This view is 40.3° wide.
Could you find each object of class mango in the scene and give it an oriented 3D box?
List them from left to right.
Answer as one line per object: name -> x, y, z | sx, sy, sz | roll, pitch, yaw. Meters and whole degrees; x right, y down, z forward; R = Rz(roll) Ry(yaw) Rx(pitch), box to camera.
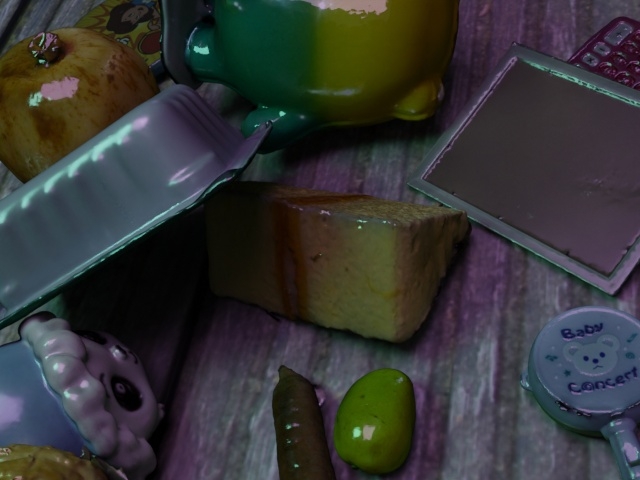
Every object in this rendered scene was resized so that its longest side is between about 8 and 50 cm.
mango -> 0.052, 0.161, 0.792 | 0.073, 0.056, 0.108 | 12, 46, 21

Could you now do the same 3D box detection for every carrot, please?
carrot -> -0.003, 0.243, 0.739 | 0.070, 0.070, 0.342 | -16, 48, 6

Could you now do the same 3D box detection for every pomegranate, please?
pomegranate -> -0.300, -0.154, 1.054 | 0.215, 0.215, 0.215 | -9, 51, 12

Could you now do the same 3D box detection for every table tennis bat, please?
table tennis bat -> -0.294, -0.265, 1.253 | 0.215, 0.044, 0.329 | 14, 57, 26

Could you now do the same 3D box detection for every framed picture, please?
framed picture -> 0.251, -0.085, 0.916 | 0.274, 0.017, 0.217 | 35, 82, 36

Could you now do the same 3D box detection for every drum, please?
drum -> 0.233, 0.168, 0.727 | 0.130, 0.049, 0.253 | -3, 52, 16

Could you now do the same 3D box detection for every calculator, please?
calculator -> 0.314, -0.163, 0.966 | 0.190, 0.034, 0.126 | -41, 51, -5

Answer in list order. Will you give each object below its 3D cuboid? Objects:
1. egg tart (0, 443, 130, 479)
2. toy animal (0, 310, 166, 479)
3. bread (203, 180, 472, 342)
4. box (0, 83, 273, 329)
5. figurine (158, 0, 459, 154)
egg tart -> -0.245, 0.287, 0.696 | 0.232, 0.098, 0.252 | 29, 76, -8
toy animal -> -0.268, 0.164, 0.831 | 0.204, 0.156, 0.208 | -37, 55, -7
bread -> 0.000, 0.000, 0.903 | 0.266, 0.142, 0.178 | 9, 68, 35
box -> -0.221, -0.050, 0.893 | 0.337, 0.106, 0.264 | -32, 14, 13
figurine -> -0.003, -0.254, 1.019 | 0.340, 0.231, 0.323 | 9, 87, 20
